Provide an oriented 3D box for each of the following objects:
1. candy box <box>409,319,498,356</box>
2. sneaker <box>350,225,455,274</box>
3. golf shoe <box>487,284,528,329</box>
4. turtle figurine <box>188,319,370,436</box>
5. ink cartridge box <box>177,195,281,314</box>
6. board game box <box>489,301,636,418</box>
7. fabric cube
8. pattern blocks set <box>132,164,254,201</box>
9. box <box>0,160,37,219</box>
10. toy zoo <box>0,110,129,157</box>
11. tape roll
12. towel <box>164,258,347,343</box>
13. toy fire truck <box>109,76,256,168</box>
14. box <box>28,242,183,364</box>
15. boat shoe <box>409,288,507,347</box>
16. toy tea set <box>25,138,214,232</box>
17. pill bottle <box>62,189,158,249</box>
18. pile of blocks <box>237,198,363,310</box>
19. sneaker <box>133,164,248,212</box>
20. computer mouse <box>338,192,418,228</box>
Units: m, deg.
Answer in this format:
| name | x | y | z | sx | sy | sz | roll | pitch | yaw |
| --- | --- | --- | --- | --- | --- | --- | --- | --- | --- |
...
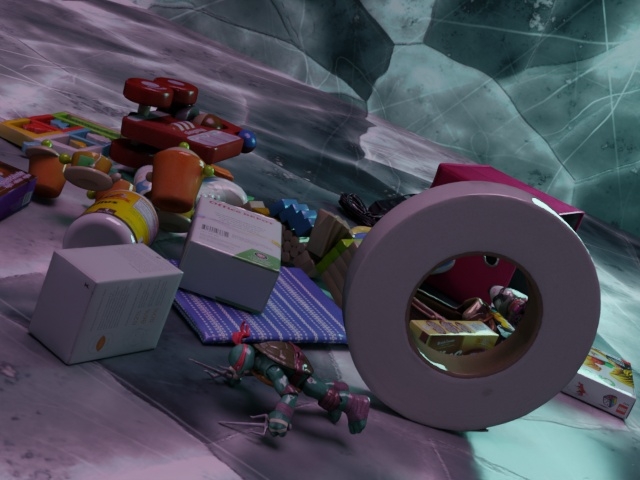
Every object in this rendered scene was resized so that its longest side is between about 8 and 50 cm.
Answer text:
| name | x | y | z | sx | sy | sz | roll | pitch | yaw |
| --- | --- | --- | --- | --- | --- | --- | --- | --- | --- |
| candy box | 0.206 | 0.191 | 1.796 | 0.187 | 0.109 | 0.053 | 5 | 25 | -45 |
| sneaker | 0.154 | 0.040 | 2.222 | 0.240 | 0.091 | 0.126 | 8 | 25 | 14 |
| golf shoe | 0.371 | 0.128 | 1.995 | 0.086 | 0.067 | 0.186 | 42 | 1 | 35 |
| turtle figurine | -0.055 | 0.197 | 1.469 | 0.234 | 0.118 | 0.175 | 21 | 16 | -23 |
| ink cartridge box | -0.150 | 0.020 | 1.792 | 0.154 | 0.093 | 0.212 | 19 | 22 | -9 |
| board game box | 0.456 | 0.228 | 2.081 | 0.305 | 0.053 | 0.193 | 24 | 18 | 6 |
| fabric cube | 0.370 | -0.003 | 2.333 | 0.258 | 0.254 | 0.259 | 32 | 20 | 29 |
| pattern blocks set | -0.298 | -0.152 | 2.348 | 0.325 | 0.026 | 0.285 | 29 | 19 | 19 |
| box | -0.608 | -0.087 | 1.723 | 0.201 | 0.057 | 0.293 | 22 | 17 | 2 |
| toy zoo | -0.525 | -0.211 | 2.206 | 0.192 | 0.030 | 0.293 | 21 | 17 | 14 |
| tape roll | 0.226 | 0.104 | 1.618 | 0.392 | 0.392 | 0.072 | 19 | 18 | -11 |
| towel | -0.109 | 0.109 | 1.800 | 0.336 | 0.040 | 0.243 | 5 | 26 | -39 |
| toy fire truck | -0.273 | -0.222 | 2.217 | 0.254 | 0.169 | 0.302 | 20 | 16 | 14 |
| box | -0.293 | 0.083 | 1.475 | 0.091 | 0.130 | 0.170 | 33 | 20 | 29 |
| boat shoe | 0.266 | 0.162 | 1.930 | 0.342 | 0.123 | 0.123 | 22 | 17 | 0 |
| toy tea set | -0.355 | -0.125 | 1.909 | 0.336 | 0.124 | 0.200 | 15 | -22 | -15 |
| pill bottle | -0.332 | -0.013 | 1.738 | 0.117 | 0.117 | 0.215 | 22 | 17 | -2 |
| pile of blocks | 0.000 | 0.000 | 2.050 | 0.362 | 0.149 | 0.113 | 33 | 21 | 33 |
| sneaker | -0.254 | -0.080 | 2.109 | 0.229 | 0.087 | 0.092 | 9 | 27 | -16 |
| computer mouse | 0.187 | -0.055 | 2.592 | 0.272 | 0.072 | 0.188 | -7 | 33 | -35 |
